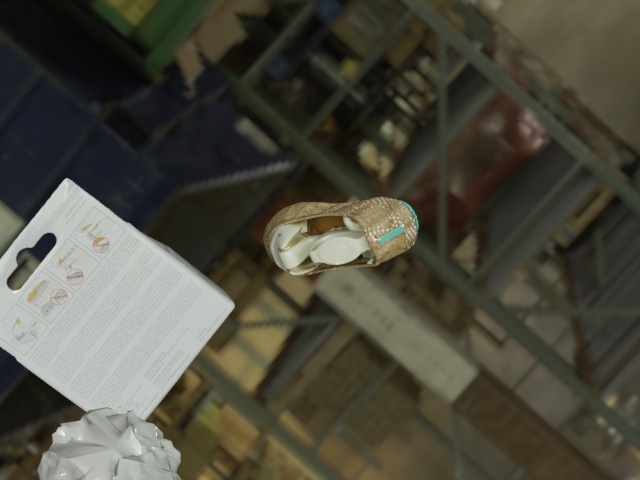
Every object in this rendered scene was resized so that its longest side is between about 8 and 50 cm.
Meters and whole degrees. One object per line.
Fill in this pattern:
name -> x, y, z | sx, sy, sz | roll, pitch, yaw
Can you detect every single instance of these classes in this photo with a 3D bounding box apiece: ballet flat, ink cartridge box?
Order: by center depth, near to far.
ballet flat -> 0.000, 0.000, 1.482 | 0.206, 0.073, 0.067 | -15, -165, 48
ink cartridge box -> -0.235, 0.070, 1.680 | 0.189, 0.232, 0.066 | -51, -165, -1

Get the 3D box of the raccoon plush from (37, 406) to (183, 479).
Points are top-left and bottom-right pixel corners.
raccoon plush -> 0.013, 0.265, 0.954 | 0.299, 0.216, 0.446 | -24, 134, -34
